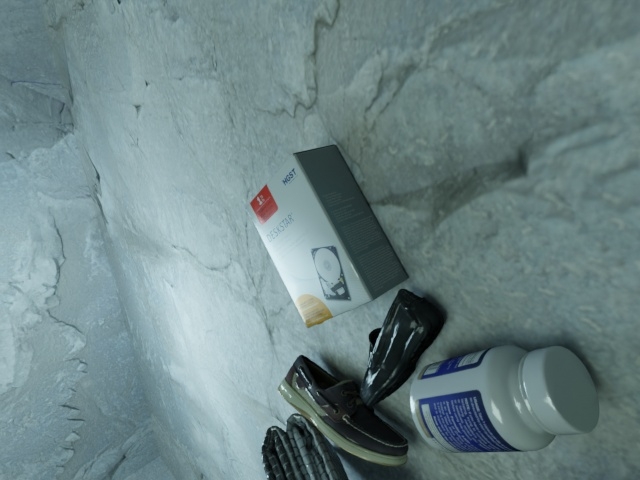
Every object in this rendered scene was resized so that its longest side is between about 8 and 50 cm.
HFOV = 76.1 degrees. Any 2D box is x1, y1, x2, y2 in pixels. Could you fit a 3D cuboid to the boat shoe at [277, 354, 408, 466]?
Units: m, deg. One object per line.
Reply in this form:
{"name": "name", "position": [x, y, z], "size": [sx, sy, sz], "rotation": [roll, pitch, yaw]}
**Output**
{"name": "boat shoe", "position": [0.037, 0.297, 0.743], "size": [0.285, 0.102, 0.092], "rotation": [17, 88, 44]}

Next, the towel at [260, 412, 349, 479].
{"name": "towel", "position": [0.004, 0.490, 0.741], "size": [0.284, 0.121, 0.235], "rotation": [56, 171, 46]}

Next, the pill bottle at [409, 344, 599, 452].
{"name": "pill bottle", "position": [0.205, 0.184, 0.476], "size": [0.112, 0.112, 0.186], "rotation": [61, 142, 9]}

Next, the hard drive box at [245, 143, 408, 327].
{"name": "hard drive box", "position": [0.000, 0.000, 0.646], "size": [0.181, 0.089, 0.232], "rotation": [-37, 78, 50]}

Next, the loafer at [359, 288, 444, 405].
{"name": "loafer", "position": [0.107, 0.166, 0.617], "size": [0.078, 0.076, 0.223], "rotation": [46, 132, 33]}
